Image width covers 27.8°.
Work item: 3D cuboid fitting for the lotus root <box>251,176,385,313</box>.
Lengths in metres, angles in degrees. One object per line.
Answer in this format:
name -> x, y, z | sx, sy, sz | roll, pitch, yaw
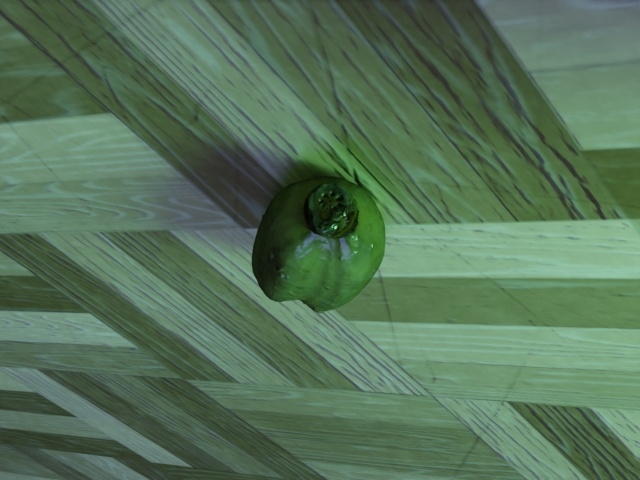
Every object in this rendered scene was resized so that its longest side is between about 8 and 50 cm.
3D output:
lotus root -> 0.000, -0.001, 0.926 | 0.090, 0.077, 0.183 | 13, 160, -5
